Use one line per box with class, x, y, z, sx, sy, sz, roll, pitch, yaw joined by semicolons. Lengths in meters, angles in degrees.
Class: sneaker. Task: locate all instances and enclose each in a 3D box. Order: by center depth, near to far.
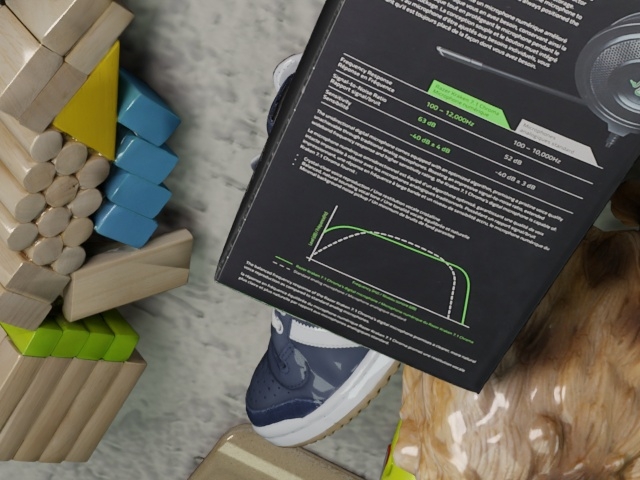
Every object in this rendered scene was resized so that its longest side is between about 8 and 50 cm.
sneaker;0.000;0.000;0.978;0.153;0.099;0.282;30;128;-18

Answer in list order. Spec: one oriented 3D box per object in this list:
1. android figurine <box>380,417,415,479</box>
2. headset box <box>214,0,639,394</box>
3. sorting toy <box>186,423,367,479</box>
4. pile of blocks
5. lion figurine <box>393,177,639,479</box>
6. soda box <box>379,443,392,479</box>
android figurine;0.162;0.134;1.025;0.248;0.056;0.273;13;114;-11
headset box;0.084;-0.125;0.728;0.131;0.246;0.283;23;135;-4
sorting toy;0.022;0.266;1.272;0.307;0.041;0.229;27;135;-9
pile of blocks;-0.163;-0.026;1.025;0.112;0.149;0.362;46;137;35
lion figurine;0.234;0.081;0.864;0.392;0.240;0.142;18;142;-5
soda box;0.159;0.221;1.154;0.263;0.083;0.092;39;131;-20
